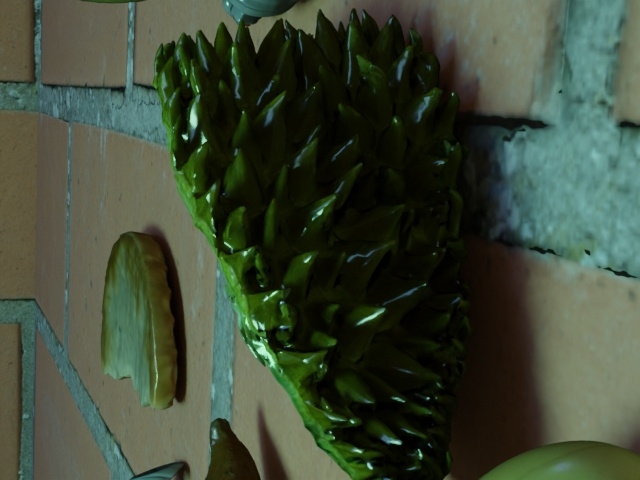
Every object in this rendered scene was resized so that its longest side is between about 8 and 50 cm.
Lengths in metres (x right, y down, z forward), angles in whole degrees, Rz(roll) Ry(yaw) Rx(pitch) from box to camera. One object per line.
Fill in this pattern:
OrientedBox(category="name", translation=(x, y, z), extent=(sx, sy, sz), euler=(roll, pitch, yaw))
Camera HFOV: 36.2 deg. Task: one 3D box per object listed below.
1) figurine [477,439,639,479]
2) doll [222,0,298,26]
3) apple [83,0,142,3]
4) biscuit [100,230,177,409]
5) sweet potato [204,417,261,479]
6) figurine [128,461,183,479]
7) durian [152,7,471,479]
OrientedBox(category="figurine", translation=(0.095, 0.237, 0.354), extent=(0.222, 0.124, 0.324), euler=(-172, 86, -67))
OrientedBox(category="doll", translation=(-0.047, -0.205, 0.754), extent=(0.094, 0.079, 0.180), euler=(-64, 11, 0))
OrientedBox(category="apple", translation=(-0.166, -0.342, 0.796), extent=(0.292, 0.254, 0.291), euler=(178, 90, -69))
OrientedBox(category="biscuit", translation=(-0.222, 0.091, 1.198), extent=(0.309, 0.040, 0.204), euler=(-178, 87, -67))
OrientedBox(category="sweet potato", translation=(-0.062, 0.304, 0.741), extent=(0.112, 0.112, 0.359), euler=(125, 142, -54))
OrientedBox(category="figurine", translation=(-0.178, 0.295, 1.071), extent=(0.094, 0.082, 0.086), euler=(148, 102, -75))
OrientedBox(category="durian", translation=(-0.010, 0.001, 0.558), extent=(0.198, 0.163, 0.394), euler=(109, 150, -46))
